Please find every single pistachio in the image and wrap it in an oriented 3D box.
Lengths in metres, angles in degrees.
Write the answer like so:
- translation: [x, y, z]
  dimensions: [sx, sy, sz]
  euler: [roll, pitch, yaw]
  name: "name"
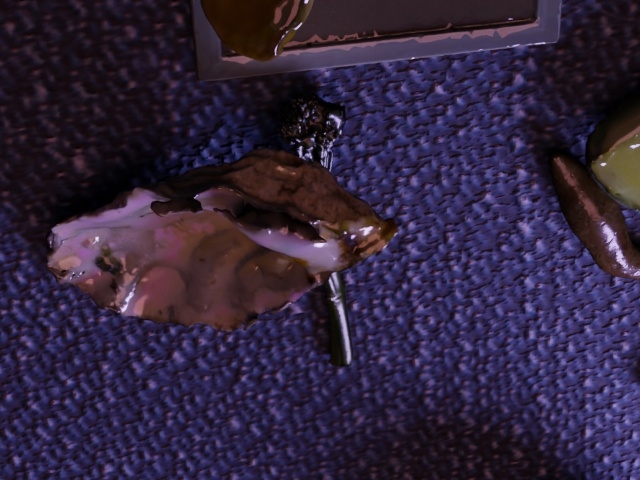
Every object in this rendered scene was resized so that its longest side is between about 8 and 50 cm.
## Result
- translation: [-0.016, -0.182, 0.804]
  dimensions: [0.090, 0.049, 0.173]
  euler: [16, 122, 7]
  name: "pistachio"

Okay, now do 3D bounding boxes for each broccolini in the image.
- translation: [0.000, 0.001, 0.951]
  dimensions: [0.044, 0.042, 0.218]
  euler: [-9, 125, -6]
  name: "broccolini"

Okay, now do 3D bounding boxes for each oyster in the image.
- translation: [-0.072, -0.006, 0.903]
  dimensions: [0.209, 0.072, 0.133]
  euler: [-22, 129, 38]
  name: "oyster"

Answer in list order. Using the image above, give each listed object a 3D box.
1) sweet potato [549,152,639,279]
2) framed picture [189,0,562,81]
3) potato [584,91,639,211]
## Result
- translation: [0.194, -0.006, 0.993]
  dimensions: [0.041, 0.038, 0.153]
  euler: [-35, 125, 20]
  name: "sweet potato"
- translation: [0.031, -0.234, 0.822]
  dimensions: [0.231, 0.018, 0.293]
  euler: [-7, 123, -8]
  name: "framed picture"
- translation: [0.265, -0.077, 0.956]
  dimensions: [0.198, 0.054, 0.119]
  euler: [-22, 125, 4]
  name: "potato"
